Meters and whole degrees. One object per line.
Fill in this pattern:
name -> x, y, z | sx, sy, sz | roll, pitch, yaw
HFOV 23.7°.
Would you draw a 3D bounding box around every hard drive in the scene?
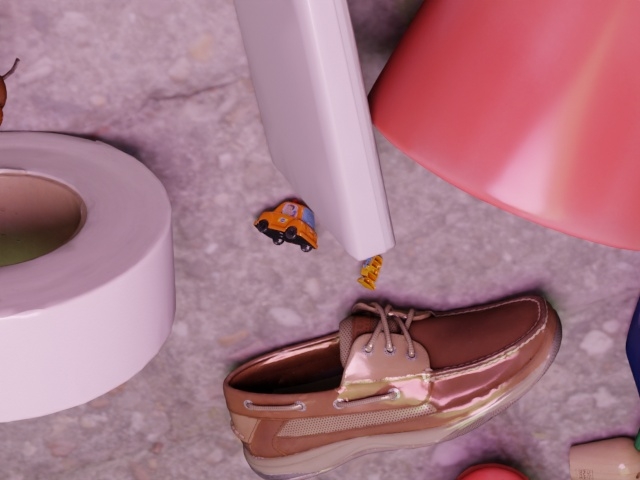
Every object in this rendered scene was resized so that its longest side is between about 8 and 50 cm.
hard drive -> -0.021, -0.160, 1.157 | 0.040, 0.203, 0.307 | -21, 123, -12

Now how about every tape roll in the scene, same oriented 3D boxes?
tape roll -> -0.257, 0.021, 1.225 | 0.286, 0.286, 0.100 | 0, 122, 0

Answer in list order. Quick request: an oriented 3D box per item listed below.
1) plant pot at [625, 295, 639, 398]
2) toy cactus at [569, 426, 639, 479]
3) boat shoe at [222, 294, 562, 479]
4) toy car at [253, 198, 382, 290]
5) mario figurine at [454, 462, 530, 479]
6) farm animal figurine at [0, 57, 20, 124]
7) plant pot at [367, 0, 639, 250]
plant pot -> 0.401, 0.063, 1.286 | 0.236, 0.236, 0.212 | 4, 115, -2
toy cactus -> 0.332, 0.223, 1.467 | 0.181, 0.112, 0.219 | -3, 131, 14
boat shoe -> 0.058, 0.118, 1.383 | 0.324, 0.123, 0.116 | -23, 117, 12
toy car -> 0.000, 0.000, 1.366 | 0.122, 0.060, 0.040 | 32, 74, -37
mario figurine -> 0.169, 0.330, 1.540 | 0.198, 0.170, 0.320 | -27, 139, -25
farm animal figurine -> -0.345, -0.230, 1.145 | 0.330, 0.172, 0.326 | 33, 105, -10
plant pot -> 0.201, -0.158, 1.134 | 0.275, 0.275, 0.243 | 18, 111, -11
